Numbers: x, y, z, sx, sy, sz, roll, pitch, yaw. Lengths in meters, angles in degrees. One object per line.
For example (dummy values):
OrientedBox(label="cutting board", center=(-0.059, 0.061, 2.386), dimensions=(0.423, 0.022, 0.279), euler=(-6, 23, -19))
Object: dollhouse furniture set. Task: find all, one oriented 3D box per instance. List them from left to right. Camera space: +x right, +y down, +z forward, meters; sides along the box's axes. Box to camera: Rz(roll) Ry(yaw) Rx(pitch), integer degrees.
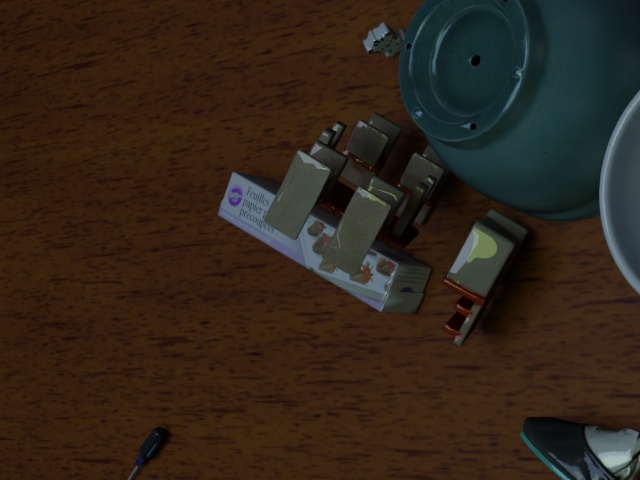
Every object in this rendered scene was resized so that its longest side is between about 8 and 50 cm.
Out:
OrientedBox(label="dollhouse furniture set", center=(0.082, -0.012, 1.737), dimensions=(0.259, 0.262, 0.135), euler=(31, 111, 10))

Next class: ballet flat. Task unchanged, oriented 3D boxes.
OrientedBox(label="ballet flat", center=(0.322, 0.253, 1.565), dimensions=(0.096, 0.095, 0.280), euler=(-51, 62, 15))

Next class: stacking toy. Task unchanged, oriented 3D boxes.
OrientedBox(label="stacking toy", center=(0.101, -0.348, 1.891), dimensions=(0.221, 0.052, 0.167), euler=(-44, 56, 31))

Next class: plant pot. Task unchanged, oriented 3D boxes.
OrientedBox(label="plant pot", center=(0.207, -0.176, 1.658), dimensions=(0.293, 0.196, 0.293), euler=(-9, 77, 44))

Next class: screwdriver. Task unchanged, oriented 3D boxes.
OrientedBox(label="screwdriver", center=(-0.259, 0.318, 2.173), dimensions=(0.170, 0.025, 0.024), euler=(-53, 51, 25))

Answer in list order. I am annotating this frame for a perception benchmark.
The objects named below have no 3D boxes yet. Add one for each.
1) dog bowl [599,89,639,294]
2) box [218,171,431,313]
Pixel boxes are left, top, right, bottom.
OrientedBox(label="dog bowl", center=(0.404, -0.048, 1.504), dimensions=(0.265, 0.104, 0.264), euler=(-6, 81, 43))
OrientedBox(label="box", center=(0.000, 0.000, 1.932), dimensions=(0.324, 0.067, 0.063), euler=(29, 105, 42))
